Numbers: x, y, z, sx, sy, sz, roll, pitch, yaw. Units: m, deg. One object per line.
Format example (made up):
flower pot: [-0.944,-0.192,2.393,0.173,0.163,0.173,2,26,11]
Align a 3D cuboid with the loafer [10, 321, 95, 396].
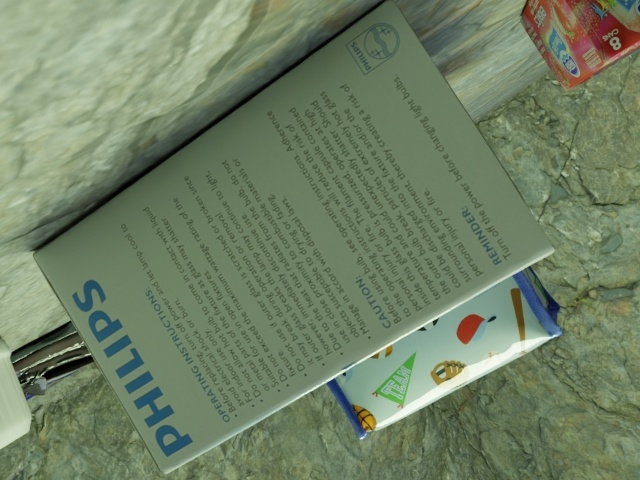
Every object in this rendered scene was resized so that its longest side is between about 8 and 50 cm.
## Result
loafer: [-0.469,0.219,1.146,0.303,0.095,0.109,-31,179,-29]

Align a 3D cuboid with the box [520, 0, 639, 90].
box: [0.326,-0.267,0.768,0.128,0.122,0.257,-31,179,12]

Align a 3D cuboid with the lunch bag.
lunch bag: [0.102,0.030,0.957,0.328,0.385,0.239,-32,176,16]

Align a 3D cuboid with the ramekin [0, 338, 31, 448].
ramekin: [-0.490,0.243,0.821,0.273,0.127,0.273,-32,179,-1]

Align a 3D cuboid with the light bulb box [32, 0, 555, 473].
light bulb box: [0.000,0.000,0.672,0.361,0.225,0.358,-33,175,14]
